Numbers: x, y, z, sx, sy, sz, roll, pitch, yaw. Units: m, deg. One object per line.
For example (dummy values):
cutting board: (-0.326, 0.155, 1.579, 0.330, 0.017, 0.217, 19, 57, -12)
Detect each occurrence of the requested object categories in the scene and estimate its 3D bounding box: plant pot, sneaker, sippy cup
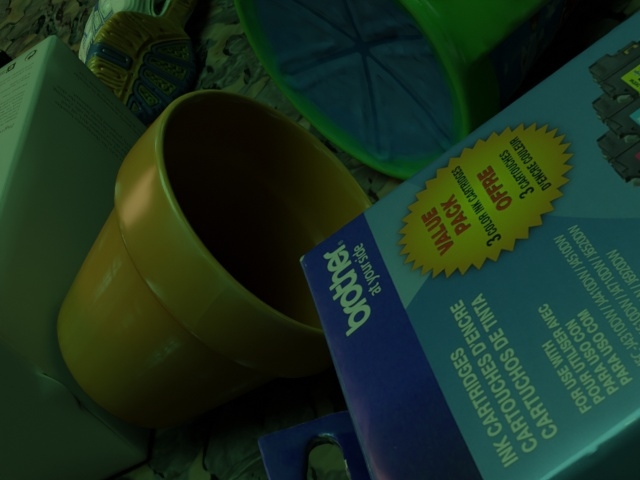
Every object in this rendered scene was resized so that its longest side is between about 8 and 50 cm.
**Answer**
plant pot: (-0.082, 0.031, 0.941, 0.188, 0.205, 0.205, -42, 28, 32)
sneaker: (-0.205, -0.195, 1.445, 0.131, 0.112, 0.296, -42, 25, 35)
sippy cup: (0.090, -0.199, 1.004, 0.305, 0.240, 0.224, 29, 62, 32)

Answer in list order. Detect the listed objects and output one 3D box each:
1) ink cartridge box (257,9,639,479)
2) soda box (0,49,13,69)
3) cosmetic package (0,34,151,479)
ink cartridge box: (0.155, 0.044, 0.692, 0.395, 0.151, 0.270, -38, 32, 11)
soda box: (-0.289, -0.118, 1.353, 0.060, 0.169, 0.053, -49, 31, -11)
cosmetic package: (-0.237, 0.021, 1.107, 0.155, 0.197, 0.365, -28, 33, 23)
